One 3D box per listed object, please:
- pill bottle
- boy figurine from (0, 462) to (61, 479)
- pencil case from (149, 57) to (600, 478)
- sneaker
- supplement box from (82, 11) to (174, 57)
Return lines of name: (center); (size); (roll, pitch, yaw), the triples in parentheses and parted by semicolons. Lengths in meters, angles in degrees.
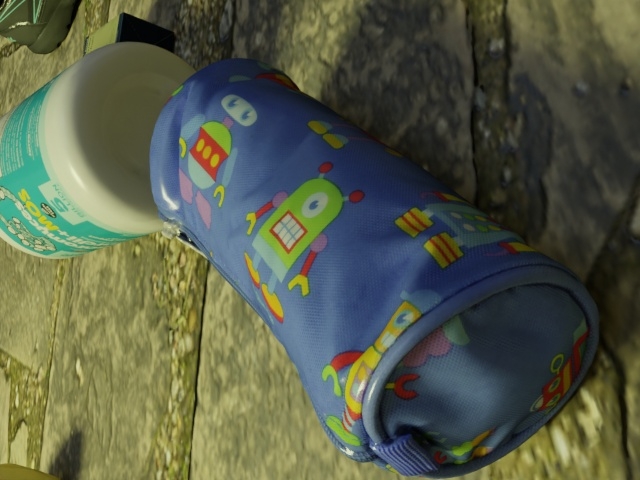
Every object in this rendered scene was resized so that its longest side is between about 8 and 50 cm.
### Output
pill bottle: (-0.206, -0.063, 0.702); (0.264, 0.146, 0.146); (-13, 69, 50)
boy figurine: (-0.322, 0.340, 0.762); (0.177, 0.092, 0.285); (17, 91, 52)
pencil case: (0.000, 0.000, 0.445); (0.133, 0.119, 0.306); (-46, 41, -2)
sneaker: (-0.321, -0.343, 0.969); (0.267, 0.106, 0.101); (-52, 43, 26)
supplement box: (-0.190, -0.162, 0.785); (0.083, 0.056, 0.083); (-9, 72, 49)
